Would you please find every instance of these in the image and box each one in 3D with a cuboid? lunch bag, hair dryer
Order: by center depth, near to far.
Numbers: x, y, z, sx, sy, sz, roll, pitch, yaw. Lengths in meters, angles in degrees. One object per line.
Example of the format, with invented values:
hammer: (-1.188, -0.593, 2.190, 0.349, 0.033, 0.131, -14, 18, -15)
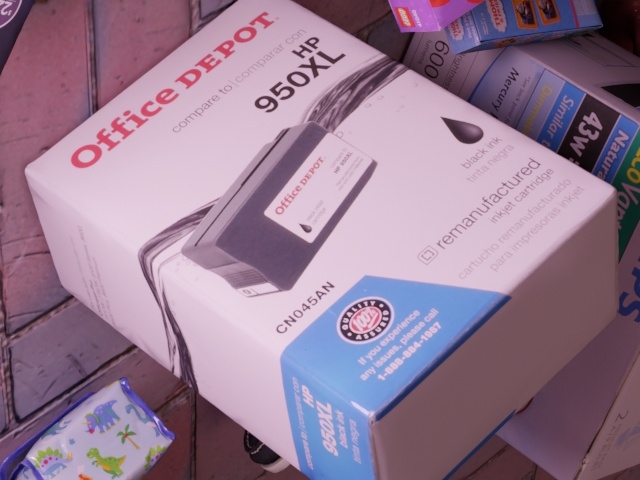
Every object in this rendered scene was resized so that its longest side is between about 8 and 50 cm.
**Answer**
lunch bag: (-0.217, 0.203, 1.732, 0.129, 0.096, 0.151, -39, 176, -25)
hair dryer: (0.361, -0.212, 2.052, 0.080, 0.223, 0.294, -1, 96, -13)

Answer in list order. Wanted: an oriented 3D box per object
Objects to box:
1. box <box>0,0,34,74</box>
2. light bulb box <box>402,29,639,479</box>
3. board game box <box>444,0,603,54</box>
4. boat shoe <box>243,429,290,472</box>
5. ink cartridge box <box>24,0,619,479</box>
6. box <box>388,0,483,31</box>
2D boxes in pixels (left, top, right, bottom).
box: (-0.288, -0.206, 1.203, 0.261, 0.103, 0.184, 5, 119, -57)
light bulb box: (0.235, -0.008, 1.904, 0.225, 0.361, 0.358, -9, 127, -52)
board game box: (0.173, -0.262, 1.782, 0.039, 0.160, 0.211, -20, 176, 40)
boat shoe: (-0.024, 0.069, 1.867, 0.113, 0.127, 0.340, 17, 113, -21)
ink cartridge box: (0.000, 0.000, 1.537, 0.285, 0.395, 0.166, -41, 145, -24)
box: (0.149, -0.337, 1.663, 0.293, 0.057, 0.201, -36, 114, -30)
